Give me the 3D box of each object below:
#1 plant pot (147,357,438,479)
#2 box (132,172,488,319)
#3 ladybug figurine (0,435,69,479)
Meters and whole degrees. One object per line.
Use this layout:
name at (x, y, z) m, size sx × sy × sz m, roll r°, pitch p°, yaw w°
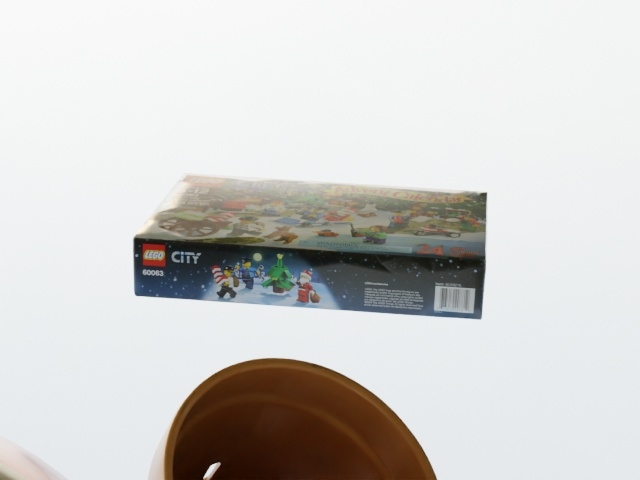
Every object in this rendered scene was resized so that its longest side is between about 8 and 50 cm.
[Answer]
plant pot at (-0.050, 0.288, 1.382) m, size 0.290 × 0.203 × 0.291 m, roll 16°, pitch -132°, yaw -19°
box at (0.000, 0.000, 0.995) m, size 0.233 × 0.044 × 0.159 m, roll 4°, pitch -161°, yaw 6°
ladybug figurine at (-0.242, 0.207, 0.549) m, size 0.305 × 0.449 × 0.162 m, roll 58°, pitch -168°, yaw -17°
